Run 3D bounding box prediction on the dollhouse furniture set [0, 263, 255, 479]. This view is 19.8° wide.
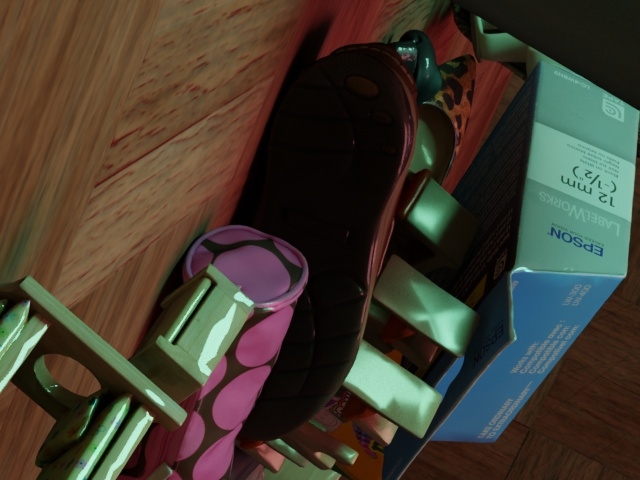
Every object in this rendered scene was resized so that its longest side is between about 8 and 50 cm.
[{"bbox_3d":[-0.145,0.085,0.807,0.161,0.101,0.182,-36,-163,45],"label":"dollhouse furniture set"}]

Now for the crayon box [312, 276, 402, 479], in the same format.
[{"bbox_3d":[0.035,0.136,1.925,0.081,0.165,0.278,-59,171,-38],"label":"crayon box"}]

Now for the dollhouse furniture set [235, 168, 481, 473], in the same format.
[{"bbox_3d":[0.014,0.056,1.539,0.262,0.135,0.259,-25,-148,60],"label":"dollhouse furniture set"}]

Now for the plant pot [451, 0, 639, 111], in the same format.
[{"bbox_3d":[0.221,-0.242,1.212,0.341,0.334,0.341,-63,174,-12],"label":"plant pot"}]

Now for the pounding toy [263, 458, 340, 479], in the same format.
[{"bbox_3d":[-0.063,0.340,2.311,0.206,0.094,0.181,-52,175,-17],"label":"pounding toy"}]

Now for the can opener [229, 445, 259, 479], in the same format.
[{"bbox_3d":[-0.085,0.229,1.622,0.283,0.095,0.076,-42,166,-52],"label":"can opener"}]

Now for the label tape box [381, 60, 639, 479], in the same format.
[{"bbox_3d":[0.168,0.048,1.608,0.348,0.115,0.249,-78,-166,-45],"label":"label tape box"}]

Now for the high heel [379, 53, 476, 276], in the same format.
[{"bbox_3d":[0.109,-0.075,1.761,0.261,0.093,0.186,-56,-160,-11],"label":"high heel"}]

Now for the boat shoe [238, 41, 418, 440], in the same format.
[{"bbox_3d":[0.000,0.000,1.353,0.120,0.122,0.324,-58,173,-63],"label":"boat shoe"}]

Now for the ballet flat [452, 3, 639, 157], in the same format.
[{"bbox_3d":[0.250,-0.182,1.804,0.483,0.182,0.164,-135,-129,-65],"label":"ballet flat"}]

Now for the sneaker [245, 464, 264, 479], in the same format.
[{"bbox_3d":[-0.084,0.274,1.719,0.262,0.121,0.099,-58,172,-42],"label":"sneaker"}]

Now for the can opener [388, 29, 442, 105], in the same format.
[{"bbox_3d":[0.055,-0.113,1.684,0.186,0.073,0.059,-65,-147,35],"label":"can opener"}]

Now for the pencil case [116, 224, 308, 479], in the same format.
[{"bbox_3d":[-0.078,0.094,1.240,0.098,0.095,0.209,-28,144,-52],"label":"pencil case"}]
